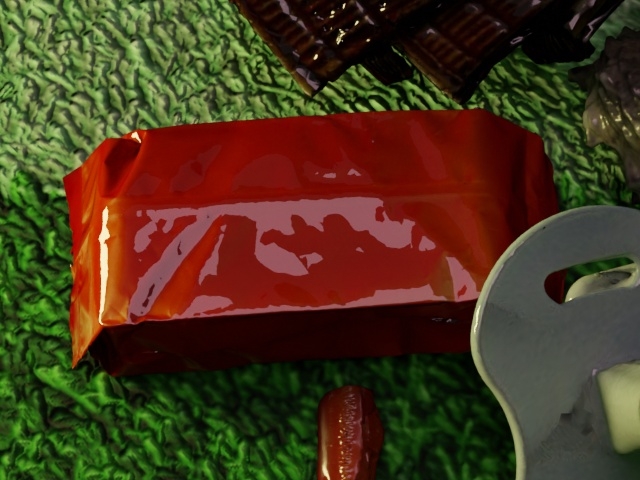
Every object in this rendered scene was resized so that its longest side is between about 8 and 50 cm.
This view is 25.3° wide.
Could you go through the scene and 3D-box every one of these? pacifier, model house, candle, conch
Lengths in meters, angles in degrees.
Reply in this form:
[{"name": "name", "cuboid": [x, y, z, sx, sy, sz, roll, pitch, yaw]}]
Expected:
[{"name": "pacifier", "cuboid": [0.247, 0.116, 1.010, 0.244, 0.233, 0.299, -14, 90, -12]}, {"name": "model house", "cuboid": [0.065, -0.219, 1.236, 0.282, 0.297, 0.317, -42, 89, -24]}, {"name": "candle", "cuboid": [0.023, 0.184, 1.086, 0.053, 0.048, 0.162, 13, 56, -15]}, {"name": "conch", "cuboid": [0.342, -0.146, 1.254, 0.241, 0.186, 0.313, 13, 77, 13]}]

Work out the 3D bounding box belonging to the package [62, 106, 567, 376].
[{"name": "package", "cuboid": [-0.001, 0.000, 1.157, 0.424, 0.123, 0.195, -2, 63, -3]}]
